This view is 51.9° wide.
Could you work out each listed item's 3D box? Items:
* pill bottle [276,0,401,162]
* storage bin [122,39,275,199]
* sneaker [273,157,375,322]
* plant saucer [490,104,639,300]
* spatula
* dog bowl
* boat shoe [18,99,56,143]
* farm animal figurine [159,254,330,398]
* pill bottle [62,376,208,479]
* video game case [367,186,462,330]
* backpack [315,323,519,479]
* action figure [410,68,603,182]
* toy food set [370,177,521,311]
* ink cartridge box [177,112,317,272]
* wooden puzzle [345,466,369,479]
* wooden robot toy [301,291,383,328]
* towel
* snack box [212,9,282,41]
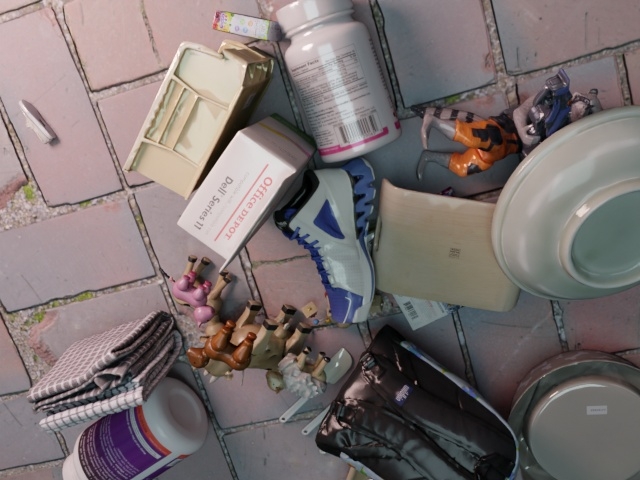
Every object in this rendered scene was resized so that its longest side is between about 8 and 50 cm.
[{"bbox_3d":[0.031,-0.298,1.194,0.160,0.160,0.283,-17,103,13],"label":"pill bottle"},{"bbox_3d":[-0.205,-0.234,1.193,0.123,0.262,0.260,30,108,-2],"label":"storage bin"},{"bbox_3d":[0.000,-0.001,1.268,0.182,0.127,0.315,-2,96,-20],"label":"sneaker"},{"bbox_3d":[0.499,-0.028,1.122,0.401,0.100,0.400,-4,126,-6],"label":"plant saucer"},{"bbox_3d":[0.034,0.372,1.472,0.168,0.019,0.242,40,108,-6],"label":"spatula"},{"bbox_3d":[0.553,0.384,1.358,0.349,0.102,0.348,2,107,7],"label":"dog bowl"},{"bbox_3d":[-0.596,-0.244,1.366,0.035,0.035,0.100,-34,106,13],"label":"boat shoe"},{"bbox_3d":[-0.173,0.199,1.349,0.327,0.330,0.172,20,108,-28],"label":"farm animal figurine"},{"bbox_3d":[-0.421,0.457,1.476,0.323,0.181,0.181,-35,99,16],"label":"pill bottle"},{"bbox_3d":[0.225,0.040,1.330,0.210,0.042,0.232,-29,101,14],"label":"video game case"},{"bbox_3d":[0.221,0.387,1.310,0.356,0.273,0.290,25,76,28],"label":"backpack"},{"bbox_3d":[0.334,-0.214,1.151,0.330,0.341,0.178,-9,62,3],"label":"action figure"},{"bbox_3d":[0.254,0.005,1.260,0.306,0.092,0.219,9,118,4],"label":"toy food set"},{"bbox_3d":[-0.126,-0.099,1.174,0.119,0.353,0.207,36,108,-4],"label":"ink cartridge box"},{"bbox_3d":[0.213,0.601,1.490,0.348,0.080,0.322,17,109,-2],"label":"wooden puzzle"},{"bbox_3d":[0.052,0.149,1.390,0.173,0.076,0.079,-14,140,12],"label":"wooden robot toy"},{"bbox_3d":[-0.442,0.259,1.366,0.235,0.283,0.121,-20,102,12],"label":"towel"},{"bbox_3d":[-0.128,-0.390,1.198,0.100,0.141,0.037,11,107,5],"label":"snack box"}]
